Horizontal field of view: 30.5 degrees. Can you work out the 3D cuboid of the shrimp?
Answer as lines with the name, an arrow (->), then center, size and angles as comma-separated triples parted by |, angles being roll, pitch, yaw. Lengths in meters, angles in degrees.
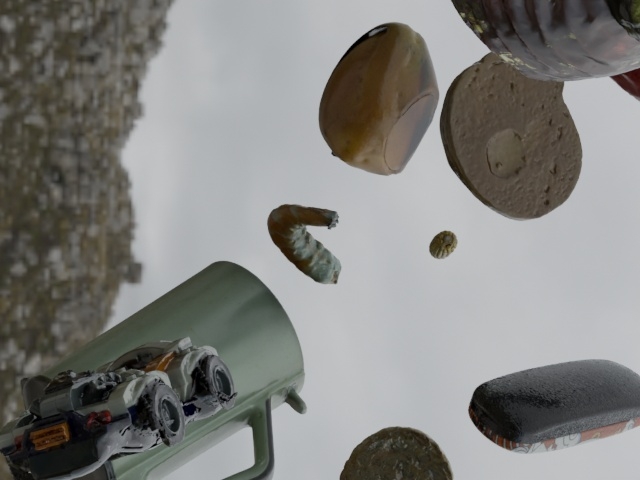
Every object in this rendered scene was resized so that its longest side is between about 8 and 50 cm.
shrimp -> 0.000, 0.000, 1.714 | 0.166, 0.161, 0.049 | -21, -148, 53

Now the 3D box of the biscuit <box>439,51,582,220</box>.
biscuit -> 0.229, -0.126, 1.424 | 0.049, 0.181, 0.208 | -10, -81, 69

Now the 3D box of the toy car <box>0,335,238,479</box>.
toy car -> -0.216, 0.182, 1.271 | 0.301, 0.193, 0.118 | -10, 82, -72

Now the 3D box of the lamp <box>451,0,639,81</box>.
lamp -> 0.181, -0.212, 0.740 | 0.247, 0.247, 0.247 | -179, -90, -76

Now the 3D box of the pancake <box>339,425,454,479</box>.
pancake -> 0.092, 0.286, 1.373 | 0.022, 0.139, 0.139 | -2, 93, -77

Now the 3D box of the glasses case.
glasses case -> 0.294, 0.197, 1.412 | 0.103, 0.266, 0.067 | 43, -51, 46

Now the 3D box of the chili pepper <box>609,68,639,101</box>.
chili pepper -> 0.431, -0.213, 1.472 | 0.387, 0.110, 0.110 | 44, -37, 22

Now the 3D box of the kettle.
kettle -> -0.208, 0.257, 1.792 | 0.361, 0.376, 0.250 | 45, -36, 21

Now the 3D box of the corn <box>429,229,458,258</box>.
corn -> 0.179, 0.008, 1.721 | 0.092, 0.037, 0.037 | 98, -9, -81

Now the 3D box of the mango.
mango -> 0.085, -0.232, 1.856 | 0.166, 0.136, 0.236 | 32, -86, 28
